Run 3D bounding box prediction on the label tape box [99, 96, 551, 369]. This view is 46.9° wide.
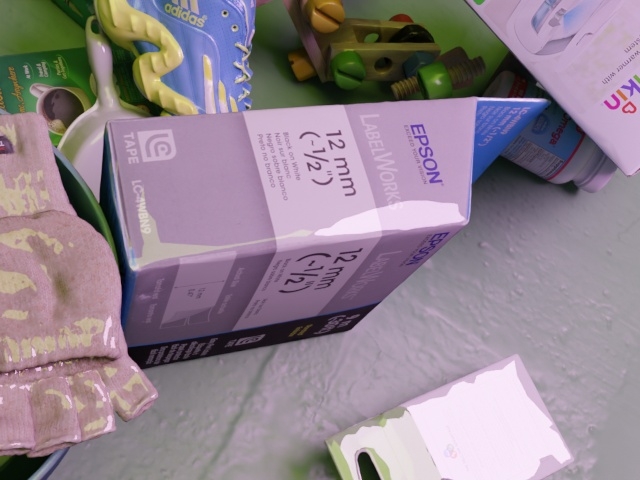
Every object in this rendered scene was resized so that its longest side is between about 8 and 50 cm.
[{"bbox_3d":[0.000,0.000,0.609,0.348,0.249,0.115,-6,68,-21],"label":"label tape box"}]

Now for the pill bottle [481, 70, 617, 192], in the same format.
[{"bbox_3d":[0.255,-0.119,0.839,0.160,0.087,0.087,27,61,-3],"label":"pill bottle"}]

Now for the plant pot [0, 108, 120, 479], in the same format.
[{"bbox_3d":[-0.288,0.080,0.494,0.293,0.235,0.292,7,63,-14],"label":"plant pot"}]

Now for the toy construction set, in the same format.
[{"bbox_3d":[0.006,-0.210,0.755,0.237,0.257,0.308,-21,74,1],"label":"toy construction set"}]

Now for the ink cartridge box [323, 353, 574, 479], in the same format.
[{"bbox_3d":[0.108,0.191,0.659,0.209,0.062,0.109,-18,72,-23],"label":"ink cartridge box"}]

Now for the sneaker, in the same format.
[{"bbox_3d":[-0.095,-0.150,0.660,0.240,0.126,0.091,56,23,-15],"label":"sneaker"}]

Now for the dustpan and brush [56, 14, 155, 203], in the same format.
[{"bbox_3d":[-0.186,-0.096,0.677,0.147,0.060,0.211,-14,113,-30],"label":"dustpan and brush"}]

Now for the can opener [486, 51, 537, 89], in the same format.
[{"bbox_3d":[0.305,-0.266,0.932,0.093,0.074,0.280,40,61,3],"label":"can opener"}]

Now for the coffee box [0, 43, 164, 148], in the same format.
[{"bbox_3d":[-0.246,-0.131,0.719,0.184,0.040,0.113,-14,71,-23],"label":"coffee box"}]

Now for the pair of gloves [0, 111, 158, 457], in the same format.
[{"bbox_3d":[-0.225,0.043,0.373,0.240,0.042,0.204,-22,70,-27],"label":"pair of gloves"}]

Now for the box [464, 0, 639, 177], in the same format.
[{"bbox_3d":[0.258,-0.182,0.673,0.231,0.127,0.262,52,22,10],"label":"box"}]

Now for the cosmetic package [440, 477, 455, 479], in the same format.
[{"bbox_3d":[0.207,0.277,0.576,0.238,0.127,0.107,21,80,-22],"label":"cosmetic package"}]

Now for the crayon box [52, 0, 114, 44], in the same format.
[{"bbox_3d":[-0.253,-0.344,0.796,0.278,0.081,0.165,41,61,5],"label":"crayon box"}]
